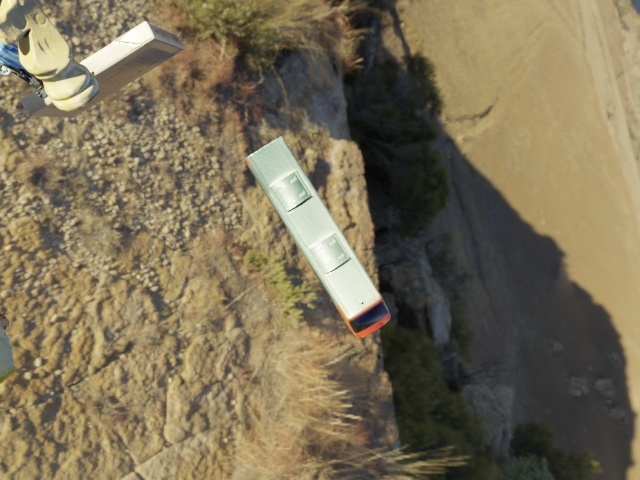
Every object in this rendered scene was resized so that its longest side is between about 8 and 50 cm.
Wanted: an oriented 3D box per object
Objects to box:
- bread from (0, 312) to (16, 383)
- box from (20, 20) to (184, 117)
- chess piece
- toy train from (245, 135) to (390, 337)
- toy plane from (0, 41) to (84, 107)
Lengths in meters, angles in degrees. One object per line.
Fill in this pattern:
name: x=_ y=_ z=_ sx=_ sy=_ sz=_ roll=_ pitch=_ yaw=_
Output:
bread: x=-0.696 y=0.176 z=0.912 sx=0.324 sy=0.333 sz=0.143 roll=2 pitch=82 yaw=-56
box: x=-0.527 y=-0.411 z=1.491 sx=0.051 sy=0.366 sz=0.204 roll=63 pitch=12 yaw=-5
chess piece: x=-0.472 y=-0.322 z=1.034 sx=0.200 sy=0.090 sz=0.090 roll=63 pitch=32 yaw=-51
toy train: x=0.000 y=0.000 z=1.139 sx=0.409 sy=0.086 sz=0.089 roll=58 pitch=-3 yaw=0
toy plane: x=-0.596 y=-0.349 z=1.243 sx=0.246 sy=0.078 sz=0.169 roll=48 pitch=9 yaw=-38
